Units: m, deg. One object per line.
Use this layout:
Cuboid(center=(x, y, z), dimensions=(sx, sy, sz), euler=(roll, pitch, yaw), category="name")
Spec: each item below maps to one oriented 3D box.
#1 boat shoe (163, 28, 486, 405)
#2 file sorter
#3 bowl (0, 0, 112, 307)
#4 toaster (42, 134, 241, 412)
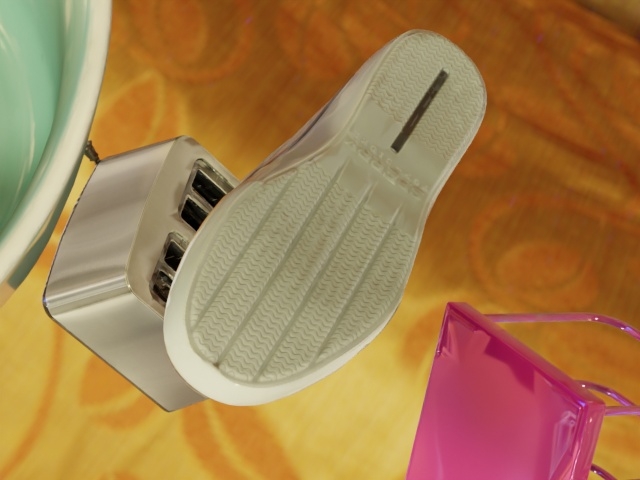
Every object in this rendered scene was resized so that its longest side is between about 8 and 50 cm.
Cuboid(center=(0.000, 0.000, 0.831), dimensions=(0.083, 0.226, 0.076), euler=(45, 138, -2), category="boat shoe")
Cuboid(center=(0.201, 0.223, 1.646), dimensions=(0.182, 0.202, 0.290), euler=(1, 111, -31), category="file sorter")
Cuboid(center=(-0.216, -0.059, 0.768), dimensions=(0.311, 0.163, 0.311), euler=(-2, 75, 7), category="bowl")
Cuboid(center=(-0.128, 0.020, 1.597), dimensions=(0.110, 0.168, 0.186), euler=(-17, 132, 39), category="toaster")
